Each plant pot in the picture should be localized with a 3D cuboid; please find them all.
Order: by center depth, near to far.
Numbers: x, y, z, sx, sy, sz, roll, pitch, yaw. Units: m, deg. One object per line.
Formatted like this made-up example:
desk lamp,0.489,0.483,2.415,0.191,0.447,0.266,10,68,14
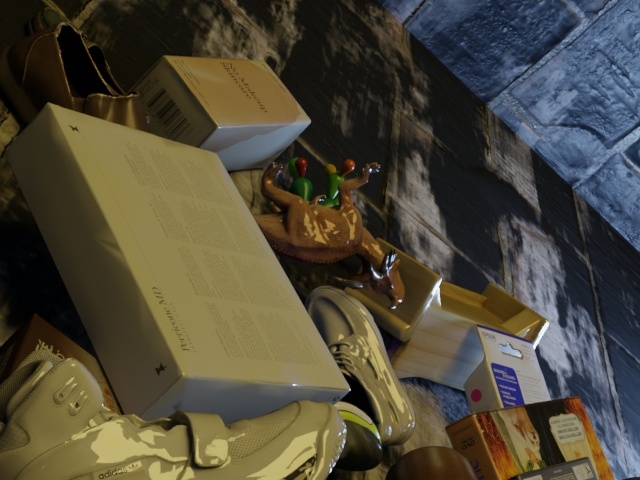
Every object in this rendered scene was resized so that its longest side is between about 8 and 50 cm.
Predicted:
plant pot,0.153,0.360,1.650,0.167,0.167,0.165,38,18,-23

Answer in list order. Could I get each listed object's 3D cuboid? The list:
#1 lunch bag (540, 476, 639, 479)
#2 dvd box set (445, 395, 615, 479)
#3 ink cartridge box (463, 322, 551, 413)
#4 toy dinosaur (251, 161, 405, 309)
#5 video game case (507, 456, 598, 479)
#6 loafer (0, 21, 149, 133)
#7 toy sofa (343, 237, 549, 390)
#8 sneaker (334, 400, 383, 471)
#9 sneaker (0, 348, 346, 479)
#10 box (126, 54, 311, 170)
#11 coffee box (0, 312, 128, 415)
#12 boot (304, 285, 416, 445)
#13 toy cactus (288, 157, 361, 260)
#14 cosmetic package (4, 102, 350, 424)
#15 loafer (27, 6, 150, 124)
lunch bag,0.395,0.469,1.503,0.239,0.327,0.386,-18,101,-67
dvd box set,0.361,0.439,1.857,0.307,0.062,0.421,2,61,-48
ink cartridge box,0.322,0.320,2.024,0.175,0.069,0.371,19,50,-47
toy dinosaur,0.000,0.000,1.873,0.295,0.127,0.200,1,61,-21
video game case,0.374,0.445,1.792,0.196,0.026,0.274,0,63,-49
loafer,-0.285,-0.137,1.678,0.366,0.130,0.134,51,24,6
toy sofa,0.199,0.139,2.111,0.362,0.177,0.150,20,11,-47
sneaker,-0.034,0.261,1.559,0.300,0.111,0.121,16,48,-42
sneaker,-0.156,0.178,1.149,0.137,0.365,0.210,0,-68,66
box,-0.159,-0.194,1.997,0.148,0.121,0.311,52,24,10
coffee box,-0.231,0.209,1.277,0.246,0.098,0.141,40,24,-19
boot,0.040,0.172,1.804,0.258,0.095,0.123,57,18,18
toy cactus,0.006,-0.049,2.107,0.180,0.112,0.219,-19,78,-55
cosmetic package,-0.160,0.036,1.443,0.284,0.097,0.377,17,36,-53
loafer,-0.322,-0.238,1.828,0.096,0.084,0.268,3,50,-59
